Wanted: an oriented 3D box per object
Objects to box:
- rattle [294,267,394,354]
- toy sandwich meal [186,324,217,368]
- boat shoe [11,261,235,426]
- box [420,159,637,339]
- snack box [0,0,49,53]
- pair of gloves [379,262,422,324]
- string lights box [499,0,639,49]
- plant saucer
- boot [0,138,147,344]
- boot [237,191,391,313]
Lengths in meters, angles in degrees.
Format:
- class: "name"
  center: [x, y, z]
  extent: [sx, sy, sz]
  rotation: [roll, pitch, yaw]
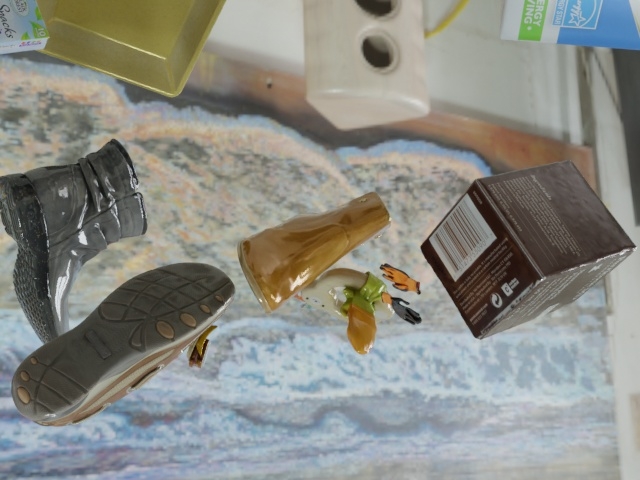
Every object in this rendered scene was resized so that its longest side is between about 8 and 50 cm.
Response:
- class: "rattle"
  center: [0.010, 0.126, 1.227]
  extent: [0.199, 0.143, 0.130]
  rotation: [-3, 153, 28]
- class: "toy sandwich meal"
  center: [-0.179, 0.156, 1.177]
  extent: [0.029, 0.086, 0.085]
  rotation: [25, 166, 0]
- class: "boat shoe"
  center: [-0.263, 0.142, 1.062]
  extent: [0.324, 0.123, 0.116]
  rotation: [-30, 155, -21]
- class: "box"
  center: [0.289, 0.010, 1.093]
  extent: [0.203, 0.167, 0.168]
  rotation: [-13, 152, -33]
- class: "snack box"
  center: [-0.429, -0.285, 0.969]
  extent: [0.141, 0.100, 0.037]
  rotation: [-19, 177, -36]
- class: "pair of gloves"
  center: [0.104, 0.071, 1.009]
  extent: [0.010, 0.083, 0.074]
  rotation: [-31, -139, -28]
- class: "string lights box"
  center: [0.237, -0.174, 0.416]
  extent: [0.259, 0.077, 0.133]
  rotation: [7, 132, 9]
- class: "plant saucer"
  center: [-0.382, -0.461, 1.502]
  extent: [0.332, 0.081, 0.333]
  rotation: [16, 143, -22]
- class: "boot"
  center: [-0.382, 0.017, 1.260]
  extent: [0.222, 0.338, 0.118]
  rotation: [-23, -138, -36]
- class: "boot"
  center: [0.000, 0.001, 1.106]
  extent: [0.211, 0.104, 0.295]
  rotation: [-23, -169, 6]
